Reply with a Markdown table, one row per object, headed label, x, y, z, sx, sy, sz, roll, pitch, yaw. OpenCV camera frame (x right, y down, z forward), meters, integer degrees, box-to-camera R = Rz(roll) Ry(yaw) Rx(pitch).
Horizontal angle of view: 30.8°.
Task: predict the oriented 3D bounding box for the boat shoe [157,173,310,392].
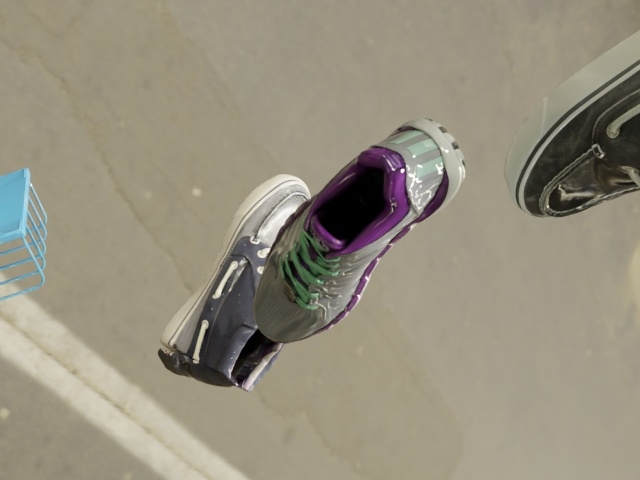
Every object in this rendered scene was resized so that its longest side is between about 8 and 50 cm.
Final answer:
| label | x | y | z | sx | sy | sz | roll | pitch | yaw |
| --- | --- | --- | --- | --- | --- | --- | --- | --- | --- |
| boat shoe | -0.079 | 0.065 | 1.660 | 0.127 | 0.158 | 0.340 | 42 | 73 | -43 |

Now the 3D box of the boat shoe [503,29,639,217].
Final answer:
| label | x | y | z | sx | sy | sz | roll | pitch | yaw |
| --- | --- | --- | --- | --- | --- | --- | --- | --- | --- |
| boat shoe | 0.244 | -0.079 | 0.806 | 0.108 | 0.301 | 0.102 | 13 | 54 | -34 |

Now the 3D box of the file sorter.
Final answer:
| label | x | y | z | sx | sy | sz | roll | pitch | yaw |
| --- | --- | --- | --- | --- | --- | --- | --- | --- | --- |
| file sorter | -0.458 | -0.004 | 1.659 | 0.170 | 0.118 | 0.104 | -107 | 178 | -55 |

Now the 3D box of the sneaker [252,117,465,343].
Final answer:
| label | x | y | z | sx | sy | sz | roll | pitch | yaw |
| --- | --- | --- | --- | --- | --- | --- | --- | --- | --- |
| sneaker | 0.000 | 0.000 | 0.811 | 0.098 | 0.083 | 0.223 | -20 | 155 | -53 |
